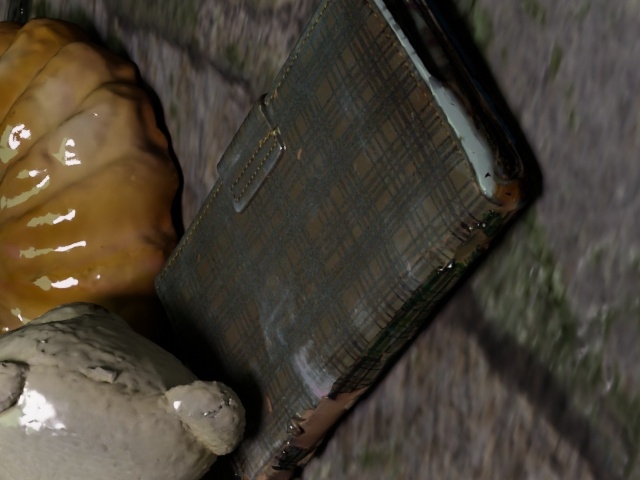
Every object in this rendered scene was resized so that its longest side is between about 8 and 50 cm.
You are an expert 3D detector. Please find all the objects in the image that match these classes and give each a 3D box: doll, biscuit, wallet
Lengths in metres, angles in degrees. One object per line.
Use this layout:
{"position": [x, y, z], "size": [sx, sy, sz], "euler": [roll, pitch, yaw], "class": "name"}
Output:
{"position": [-0.147, 0.144, 1.164], "size": [0.278, 0.175, 0.149], "euler": [106, 161, -46], "class": "doll"}
{"position": [-0.218, 0.006, 1.301], "size": [0.325, 0.107, 0.326], "euler": [2, 92, 49], "class": "biscuit"}
{"position": [0.001, 0.000, 1.040], "size": [0.169, 0.044, 0.317], "euler": [63, 143, 24], "class": "wallet"}
